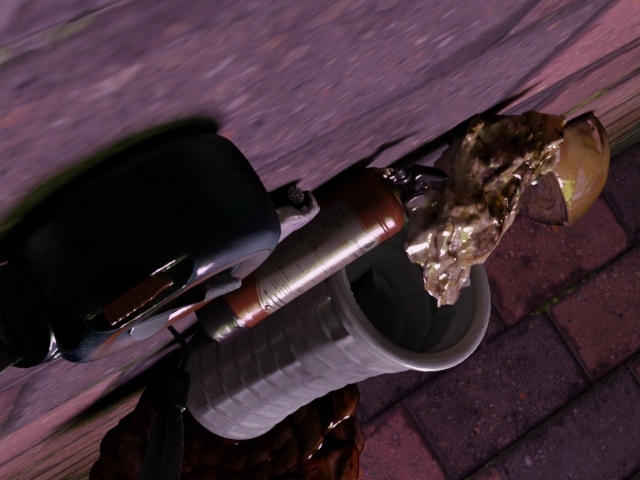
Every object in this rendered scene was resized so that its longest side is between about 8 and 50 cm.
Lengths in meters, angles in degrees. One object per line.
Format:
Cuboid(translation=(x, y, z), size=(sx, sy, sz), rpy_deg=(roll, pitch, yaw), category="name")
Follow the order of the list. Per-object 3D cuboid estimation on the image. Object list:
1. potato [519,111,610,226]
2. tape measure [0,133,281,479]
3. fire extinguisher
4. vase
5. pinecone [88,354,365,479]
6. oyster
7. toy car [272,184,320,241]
Cuboid(translation=(0.306, -0.079, 1.450), size=(0.120, 0.100, 0.261), rpy_deg=(-31, 174, -6), category="potato")
Cuboid(translation=(-0.044, 0.055, 0.419), size=(0.107, 0.180, 0.104), rpy_deg=(-34, 158, 29), category="tape measure")
Cuboid(translation=(0.000, 0.000, 0.740), size=(0.177, 0.050, 0.062), rpy_deg=(-32, 156, 5), category="fire extinguisher")
Cuboid(translation=(-0.008, 0.076, 0.975), size=(0.143, 0.143, 0.299), rpy_deg=(-28, 176, -38), category="vase")
Cuboid(translation=(-0.088, 0.227, 1.232), size=(0.298, 0.242, 0.296), rpy_deg=(-36, 173, -9), category="pinecone")
Cuboid(translation=(0.113, -0.036, 0.845), size=(0.053, 0.108, 0.166), rpy_deg=(6, -120, 52), category="oyster")
Cuboid(translation=(-0.040, -0.002, 0.635), size=(0.093, 0.025, 0.041), rpy_deg=(-27, 171, -42), category="toy car")
